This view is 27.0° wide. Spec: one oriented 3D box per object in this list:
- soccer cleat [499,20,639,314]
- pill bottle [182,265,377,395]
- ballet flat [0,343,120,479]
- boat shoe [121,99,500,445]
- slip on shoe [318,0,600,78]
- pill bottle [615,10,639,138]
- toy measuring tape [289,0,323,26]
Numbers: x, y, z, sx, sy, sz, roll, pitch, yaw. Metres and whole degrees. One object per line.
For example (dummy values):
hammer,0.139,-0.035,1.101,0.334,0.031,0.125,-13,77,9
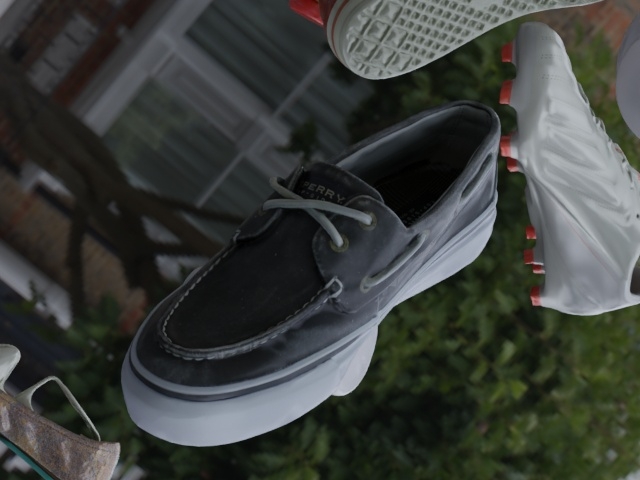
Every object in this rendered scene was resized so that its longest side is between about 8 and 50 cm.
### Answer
soccer cleat,0.141,-0.037,0.713,0.076,0.196,0.068,-5,-137,15
pill bottle,-0.052,0.093,1.481,0.117,0.208,0.118,-36,133,-53
ballet flat,-0.373,0.190,1.601,0.106,0.316,0.107,-53,-167,-11
boat shoe,0.000,0.000,0.844,0.335,0.121,0.119,-37,143,-42
slip on shoe,0.146,-0.230,1.026,0.331,0.123,0.101,-24,-133,-8
pill bottle,0.417,-0.184,1.354,0.181,0.181,0.323,-42,170,37
toy measuring tape,0.036,-0.308,1.621,0.121,0.121,0.330,-50,-149,-2
